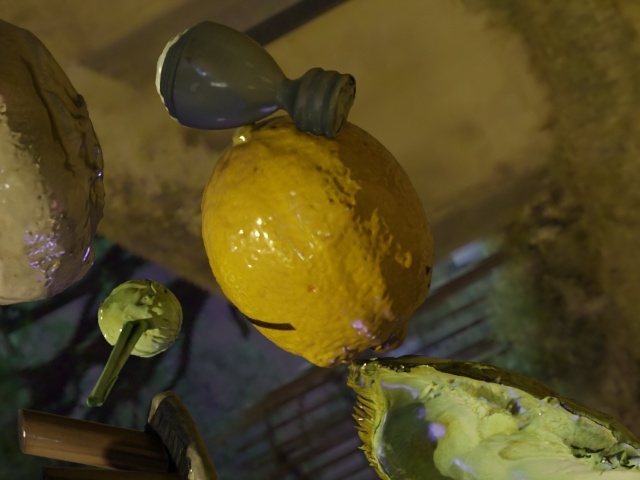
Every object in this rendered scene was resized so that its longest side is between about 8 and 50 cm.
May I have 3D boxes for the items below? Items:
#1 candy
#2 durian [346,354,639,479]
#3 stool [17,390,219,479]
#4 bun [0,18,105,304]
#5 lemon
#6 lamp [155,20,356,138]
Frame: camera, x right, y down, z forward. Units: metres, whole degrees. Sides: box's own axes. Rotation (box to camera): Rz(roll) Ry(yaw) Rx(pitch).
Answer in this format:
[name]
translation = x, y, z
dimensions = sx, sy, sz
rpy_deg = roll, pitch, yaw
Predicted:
[candy]
translation = -0.213, 0.116, 1.661
dimensions = 0.093, 0.092, 0.335
rpy_deg = 51, -169, -8
[durian]
translation = 0.169, 0.202, 1.462
dimensions = 0.394, 0.163, 0.198
rpy_deg = 33, 166, -32
[stool]
translation = -0.261, 0.379, 1.986
dimensions = 0.310, 0.226, 0.310
rpy_deg = -143, 51, -68
[bun]
translation = -0.246, -0.063, 1.236
dimensions = 0.239, 0.141, 0.239
rpy_deg = 57, 159, 37
[lemon]
translation = 0.000, 0.000, 1.717
dimensions = 0.320, 0.245, 0.245
rpy_deg = 55, -169, -17
[lamp]
translation = -0.066, -0.145, 1.455
dimensions = 0.106, 0.193, 0.106
rpy_deg = 15, -90, -74
